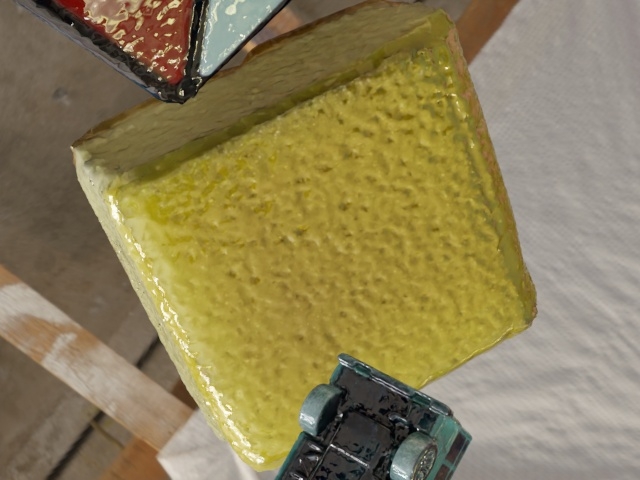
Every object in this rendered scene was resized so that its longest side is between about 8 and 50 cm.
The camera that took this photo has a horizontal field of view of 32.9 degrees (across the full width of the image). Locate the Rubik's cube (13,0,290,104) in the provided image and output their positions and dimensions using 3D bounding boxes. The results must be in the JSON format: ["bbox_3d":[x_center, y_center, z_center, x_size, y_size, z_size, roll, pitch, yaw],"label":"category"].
[{"bbox_3d":[-0.123,-0.273,0.644,0.248,0.250,0.246,-45,-120,8],"label":"Rubik's cube"}]

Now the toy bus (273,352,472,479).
[{"bbox_3d":[0.014,0.156,0.610,0.160,0.079,0.092,-60,-29,-10],"label":"toy bus"}]

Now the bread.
[{"bbox_3d":[0.000,0.000,0.938,0.324,0.143,0.333,-26,-60,-8],"label":"bread"}]
